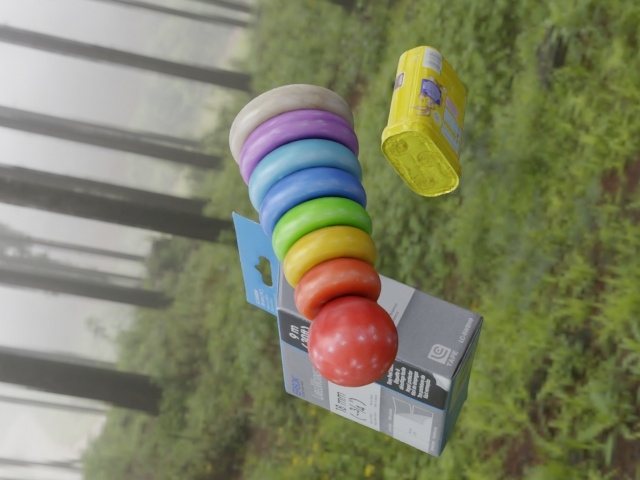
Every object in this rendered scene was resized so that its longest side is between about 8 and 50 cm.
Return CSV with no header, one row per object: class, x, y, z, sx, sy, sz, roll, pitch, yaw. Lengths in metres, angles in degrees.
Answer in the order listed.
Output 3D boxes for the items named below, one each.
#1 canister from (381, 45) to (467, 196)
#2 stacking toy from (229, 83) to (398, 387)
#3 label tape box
canister,0.143,-0.162,1.573,0.073,0.126,0.170,-17,43,31
stacking toy,0.000,0.000,1.209,0.141,0.141,0.330,117,147,-47
label tape box,0.023,0.124,1.475,0.106,0.333,0.241,-60,-16,-28
